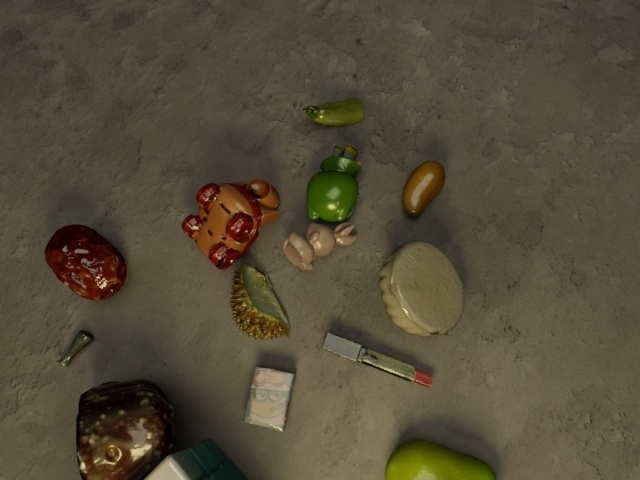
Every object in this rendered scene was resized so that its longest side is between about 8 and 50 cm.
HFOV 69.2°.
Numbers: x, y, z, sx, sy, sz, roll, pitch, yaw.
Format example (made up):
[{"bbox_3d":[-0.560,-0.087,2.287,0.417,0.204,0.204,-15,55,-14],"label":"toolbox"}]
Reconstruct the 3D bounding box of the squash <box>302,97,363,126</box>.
[{"bbox_3d":[0.033,-0.409,1.494,0.200,0.075,0.090,-10,91,-21],"label":"squash"}]

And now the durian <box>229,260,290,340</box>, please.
[{"bbox_3d":[-0.189,0.182,1.336,0.139,0.144,0.252,-12,61,-39],"label":"durian"}]

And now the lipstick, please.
[{"bbox_3d":[0.158,0.332,1.281,0.313,0.051,0.051,20,75,7],"label":"lipstick"}]

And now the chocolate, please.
[{"bbox_3d":[-0.469,0.467,1.154,0.210,0.340,0.225,-12,96,-21],"label":"chocolate"}]

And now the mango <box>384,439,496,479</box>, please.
[{"bbox_3d":[0.293,0.605,1.141,0.273,0.149,0.185,19,74,4],"label":"mango"}]

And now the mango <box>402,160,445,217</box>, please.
[{"bbox_3d":[0.306,-0.156,1.397,0.102,0.085,0.184,31,88,8],"label":"mango"}]

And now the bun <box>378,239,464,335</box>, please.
[{"bbox_3d":[0.248,0.145,1.279,0.263,0.175,0.262,14,63,-30],"label":"bun"}]

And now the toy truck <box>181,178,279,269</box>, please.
[{"bbox_3d":[-0.245,-0.064,1.370,0.189,0.239,0.264,45,122,15],"label":"toy truck"}]

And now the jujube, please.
[{"bbox_3d":[-0.684,0.062,1.354,0.250,0.174,0.174,43,81,17],"label":"jujube"}]

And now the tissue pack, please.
[{"bbox_3d":[-0.136,0.427,1.263,0.116,0.065,0.155,10,74,5],"label":"tissue pack"}]

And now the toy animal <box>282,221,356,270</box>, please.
[{"bbox_3d":[-0.001,-0.002,1.365,0.213,0.124,0.124,-25,72,-25],"label":"toy animal"}]

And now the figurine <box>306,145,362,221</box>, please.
[{"bbox_3d":[0.045,-0.171,1.394,0.162,0.143,0.263,7,63,16],"label":"figurine"}]

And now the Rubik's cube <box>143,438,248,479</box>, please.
[{"bbox_3d":[-0.311,0.701,1.066,0.322,0.316,0.319,43,81,15],"label":"Rubik's cube"}]

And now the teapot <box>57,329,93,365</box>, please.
[{"bbox_3d":[-0.714,0.316,1.349,0.043,0.043,0.110,35,83,13],"label":"teapot"}]
